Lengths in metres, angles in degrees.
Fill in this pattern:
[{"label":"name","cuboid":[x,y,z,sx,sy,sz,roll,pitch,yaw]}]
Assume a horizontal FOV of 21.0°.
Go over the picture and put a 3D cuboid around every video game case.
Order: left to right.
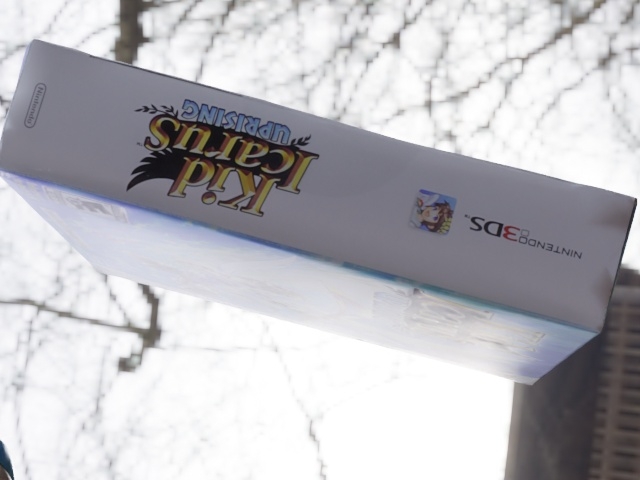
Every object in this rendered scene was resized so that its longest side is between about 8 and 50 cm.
[{"label":"video game case","cuboid":[0.000,0.000,0.787,0.269,0.244,0.061,80,-156,-81]}]

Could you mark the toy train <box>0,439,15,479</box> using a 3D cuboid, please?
[{"label":"toy train","cuboid":[-0.185,0.079,0.542,0.248,0.105,0.143,39,-162,-34]}]
